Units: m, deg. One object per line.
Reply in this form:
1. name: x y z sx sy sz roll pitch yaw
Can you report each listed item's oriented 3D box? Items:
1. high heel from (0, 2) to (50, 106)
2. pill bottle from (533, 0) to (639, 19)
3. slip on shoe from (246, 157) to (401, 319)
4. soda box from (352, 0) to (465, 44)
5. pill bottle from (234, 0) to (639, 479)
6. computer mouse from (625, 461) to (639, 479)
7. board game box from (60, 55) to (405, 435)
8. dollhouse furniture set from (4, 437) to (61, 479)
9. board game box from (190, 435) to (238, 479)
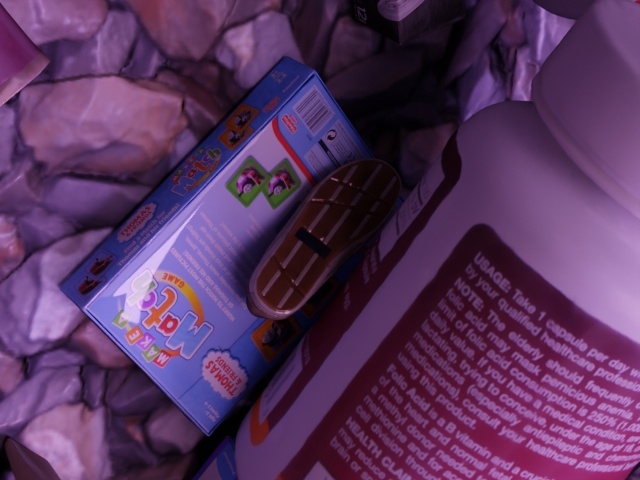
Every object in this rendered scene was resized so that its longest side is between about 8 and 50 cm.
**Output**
1. high heel: -0.332 -0.050 0.841 0.377 0.127 0.181 -40 104 -9
2. pill bottle: 0.273 -0.221 1.163 0.283 0.161 0.161 0 114 -39
3. slip on shoe: 0.000 0.000 1.099 0.051 0.041 0.135 40 68 -4
4. soda box: 0.052 -0.214 1.063 0.060 0.053 0.169 -25 127 -26
5. pill bottle: 0.134 0.053 1.082 0.224 0.224 0.392 11 126 -42
6. computer mouse: 0.190 0.179 1.374 0.184 0.060 0.262 3 133 -43
7. board game box: -0.049 0.007 1.116 0.211 0.039 0.160 -47 134 -10
8. dollhouse furniture set: -0.242 0.256 1.034 0.262 0.135 0.259 -50 134 -5
9. board game box: 0.068 0.297 1.159 0.233 0.347 0.078 10 130 -41
